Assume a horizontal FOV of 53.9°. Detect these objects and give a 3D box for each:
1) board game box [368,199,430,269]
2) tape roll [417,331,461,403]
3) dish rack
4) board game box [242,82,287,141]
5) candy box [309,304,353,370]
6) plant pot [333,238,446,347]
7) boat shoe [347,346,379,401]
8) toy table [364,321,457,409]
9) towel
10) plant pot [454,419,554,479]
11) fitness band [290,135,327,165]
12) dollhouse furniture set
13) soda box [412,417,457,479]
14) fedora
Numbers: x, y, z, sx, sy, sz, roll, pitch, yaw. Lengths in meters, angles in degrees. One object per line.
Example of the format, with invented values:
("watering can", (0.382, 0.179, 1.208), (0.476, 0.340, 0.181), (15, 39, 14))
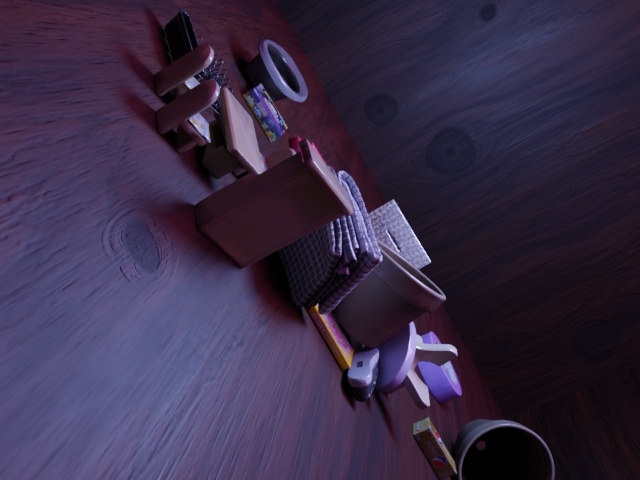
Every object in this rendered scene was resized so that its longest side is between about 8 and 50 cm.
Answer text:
("board game box", (0.227, 0.021, 2.078), (0.232, 0.141, 0.291), (60, -2, 7))
("tape roll", (0.465, 0.508, 2.524), (0.274, 0.090, 0.274), (56, 16, -25))
("dish rack", (-0.280, -0.413, 1.567), (0.271, 0.074, 0.208), (41, 26, -57))
("board game box", (-0.173, -0.409, 2.002), (0.170, 0.048, 0.141), (59, 13, -16))
("candy box", (0.022, 0.216, 1.579), (0.205, 0.027, 0.105), (60, 16, -9))
("plant pot", (0.162, 0.156, 1.667), (0.263, 0.229, 0.263), (36, 8, -6))
("boat shoe", (0.112, 0.338, 1.593), (0.228, 0.080, 0.076), (-64, 145, -78))
("toy table", (0.231, 0.332, 1.745), (0.161, 0.252, 0.274), (39, 42, -23))
("towel", (0.000, 0.000, 1.464), (0.121, 0.235, 0.283), (13, 46, -33))
("plant pot", (0.596, 0.754, 2.183), (0.323, 0.323, 0.280), (62, -3, -3))
("fitness band", (-0.017, -0.248, 2.275), (0.290, 0.054, 0.209), (56, 18, -22))
("dollhouse furniture set", (-0.124, -0.183, 1.313), (0.362, 0.257, 0.394), (49, 20, -46))
("soda box", (0.347, 0.634, 1.914), (0.181, 0.058, 0.061), (60, 14, -12))
("fedora", (-0.164, -0.555, 2.146), (0.243, 0.124, 0.275), (60, 19, -6))
